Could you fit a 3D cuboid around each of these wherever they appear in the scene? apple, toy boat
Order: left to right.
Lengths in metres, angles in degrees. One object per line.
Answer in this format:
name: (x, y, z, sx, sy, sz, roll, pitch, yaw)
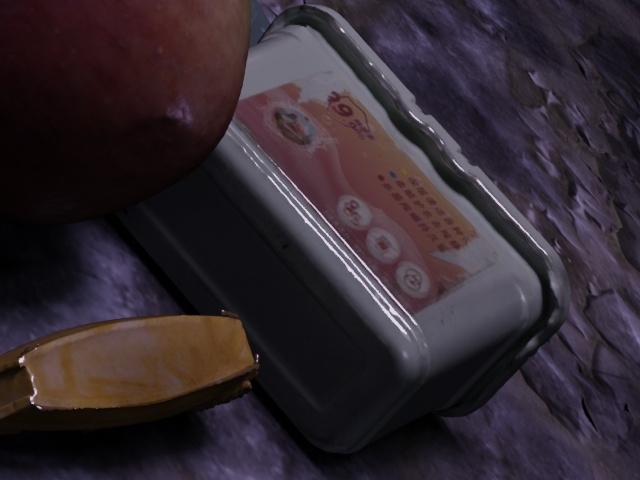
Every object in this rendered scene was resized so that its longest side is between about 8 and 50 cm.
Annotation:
apple: (-0.175, -0.156, 1.044, 0.235, 0.305, 0.306, 41, 21, -43)
toy boat: (-0.122, 0.082, 0.989, 0.206, 0.072, 0.064, -5, 68, -42)

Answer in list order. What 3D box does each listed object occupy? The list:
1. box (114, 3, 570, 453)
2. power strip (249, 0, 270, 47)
box: (0.000, 0.000, 1.184, 0.312, 0.175, 0.182, 48, 37, 12)
power strip: (-0.102, -0.193, 1.451, 0.137, 0.044, 0.216, 38, 27, -10)
